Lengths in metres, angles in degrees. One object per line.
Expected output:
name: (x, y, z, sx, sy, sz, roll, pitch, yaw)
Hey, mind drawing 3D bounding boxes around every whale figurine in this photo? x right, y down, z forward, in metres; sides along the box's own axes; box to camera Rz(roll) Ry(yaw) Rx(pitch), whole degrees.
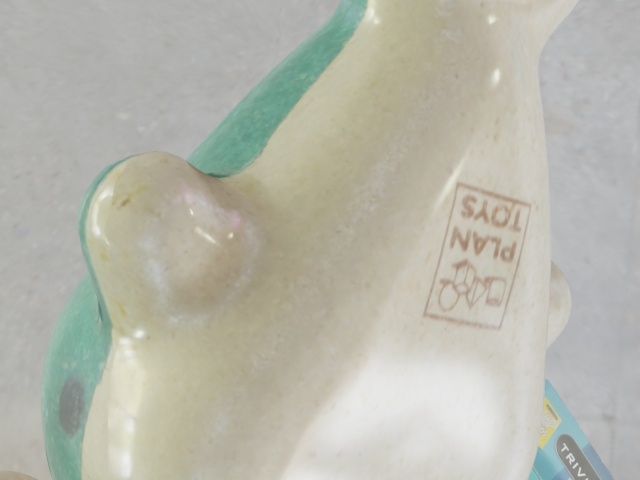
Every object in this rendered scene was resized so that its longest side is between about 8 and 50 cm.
whale figurine: (0.000, 0.000, 0.420, 0.216, 0.141, 0.272, 11, 98, -43)

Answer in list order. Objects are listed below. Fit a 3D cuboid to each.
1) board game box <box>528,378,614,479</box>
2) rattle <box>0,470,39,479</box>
board game box: (0.168, 0.303, 1.220, 0.079, 0.336, 0.253, -33, 89, -39)
rattle: (-0.349, 0.259, 1.278, 0.200, 0.130, 0.142, 32, 140, -2)
